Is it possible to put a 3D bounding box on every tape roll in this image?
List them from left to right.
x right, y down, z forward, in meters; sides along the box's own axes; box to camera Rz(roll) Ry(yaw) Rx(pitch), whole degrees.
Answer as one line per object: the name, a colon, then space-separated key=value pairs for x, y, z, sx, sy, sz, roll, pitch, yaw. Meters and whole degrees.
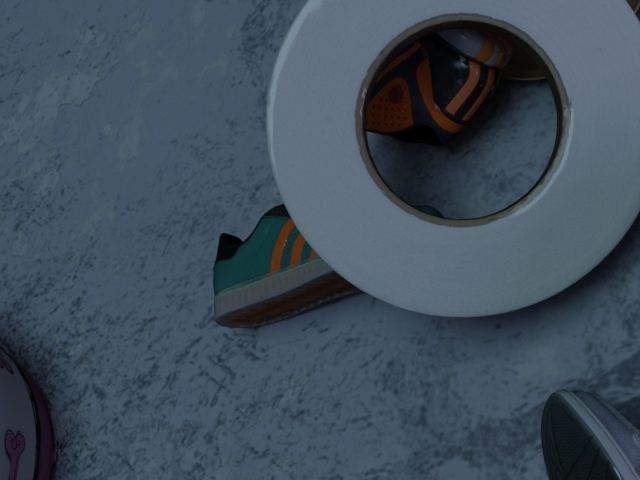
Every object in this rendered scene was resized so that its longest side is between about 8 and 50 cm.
tape roll: x=0.140 y=-0.119 z=1.329 sx=0.392 sy=0.072 sz=0.392 roll=0 pitch=91 yaw=5

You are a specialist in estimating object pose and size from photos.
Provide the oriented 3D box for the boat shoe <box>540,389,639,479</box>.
boat shoe: x=0.311 y=0.255 z=1.190 sx=0.320 sy=0.103 sz=0.118 roll=50 pitch=144 yaw=38

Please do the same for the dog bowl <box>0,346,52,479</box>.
dog bowl: x=-0.509 y=0.286 z=1.683 sx=0.408 sy=0.150 sz=0.408 roll=-12 pitch=67 yaw=30

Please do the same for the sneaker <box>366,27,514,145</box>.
sneaker: x=0.060 y=-0.223 z=1.493 sx=0.321 sy=0.124 sz=0.180 roll=51 pitch=120 yaw=38

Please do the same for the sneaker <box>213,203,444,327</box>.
sneaker: x=0.000 y=0.000 z=1.477 sx=0.302 sy=0.108 sz=0.121 roll=-20 pitch=67 yaw=28

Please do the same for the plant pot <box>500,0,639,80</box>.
plant pot: x=0.251 y=-0.278 z=1.462 sx=0.236 sy=0.032 sz=0.236 roll=-13 pitch=65 yaw=30
